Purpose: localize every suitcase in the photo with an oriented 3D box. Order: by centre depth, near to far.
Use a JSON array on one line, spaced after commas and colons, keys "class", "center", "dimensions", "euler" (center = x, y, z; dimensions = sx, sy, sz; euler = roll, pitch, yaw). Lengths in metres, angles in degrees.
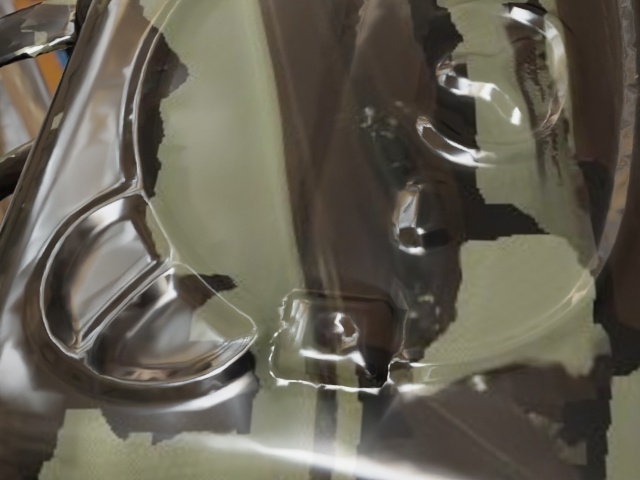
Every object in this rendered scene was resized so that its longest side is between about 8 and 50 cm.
[{"class": "suitcase", "center": [0.000, 0.000, 0.482], "dimensions": [0.194, 0.339, 0.352], "euler": [82, -165, -51]}]
